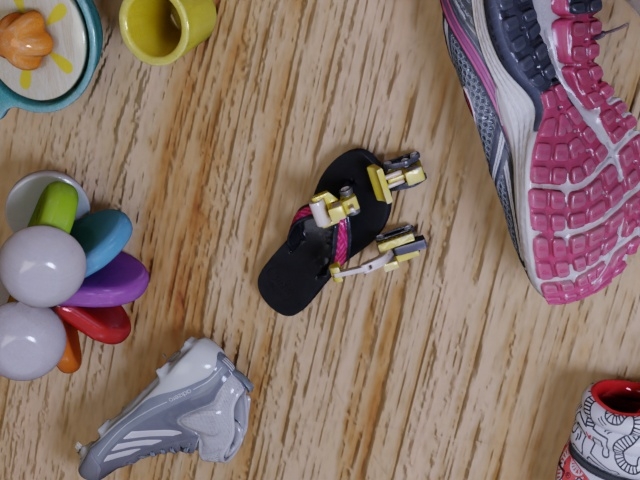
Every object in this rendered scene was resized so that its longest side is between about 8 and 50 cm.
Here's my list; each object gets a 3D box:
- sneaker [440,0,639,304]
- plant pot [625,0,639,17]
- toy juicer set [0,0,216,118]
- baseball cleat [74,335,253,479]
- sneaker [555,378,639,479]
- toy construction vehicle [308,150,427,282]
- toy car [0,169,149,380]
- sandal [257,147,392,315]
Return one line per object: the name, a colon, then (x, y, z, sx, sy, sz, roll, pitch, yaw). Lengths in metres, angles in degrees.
sneaker: (0.165, -0.098, 1.486, 0.112, 0.121, 0.299, 9, 114, 59)
plant pot: (0.358, -0.210, 1.265, 0.256, 0.256, 0.274, 46, 111, 10)
toy juicer set: (-0.258, -0.211, 1.698, 0.329, 0.089, 0.209, -19, 96, 34)
baseball cleat: (-0.137, 0.175, 1.763, 0.109, 0.072, 0.206, 45, 126, 3)
sneaker: (0.306, 0.198, 1.499, 0.270, 0.090, 0.145, 21, 117, 26)
toy construction vehicle: (0.046, -0.016, 1.592, 0.098, 0.035, 0.086, -17, 112, -3)
toy car: (-0.221, 0.037, 1.740, 0.136, 0.159, 0.182, 13, 116, -11)
sandal: (0.000, 0.000, 1.643, 0.067, 0.040, 0.179, 43, 122, 12)
